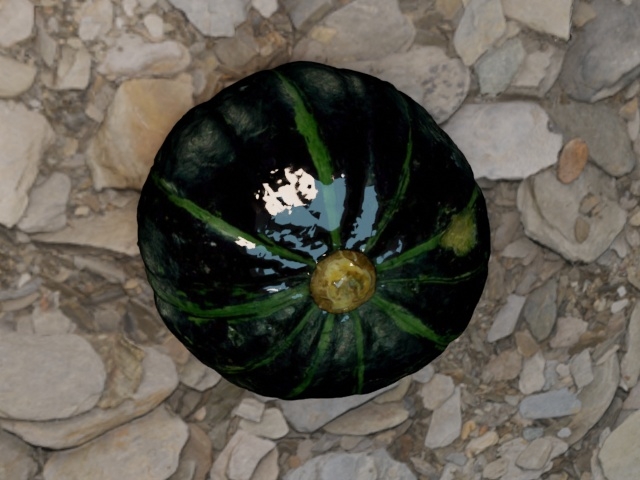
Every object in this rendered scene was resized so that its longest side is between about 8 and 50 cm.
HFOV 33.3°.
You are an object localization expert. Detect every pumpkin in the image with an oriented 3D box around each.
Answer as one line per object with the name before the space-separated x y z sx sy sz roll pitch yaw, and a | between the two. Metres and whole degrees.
pumpkin | 0.000 0.000 0.920 0.315 0.238 0.315 -6 116 -13
